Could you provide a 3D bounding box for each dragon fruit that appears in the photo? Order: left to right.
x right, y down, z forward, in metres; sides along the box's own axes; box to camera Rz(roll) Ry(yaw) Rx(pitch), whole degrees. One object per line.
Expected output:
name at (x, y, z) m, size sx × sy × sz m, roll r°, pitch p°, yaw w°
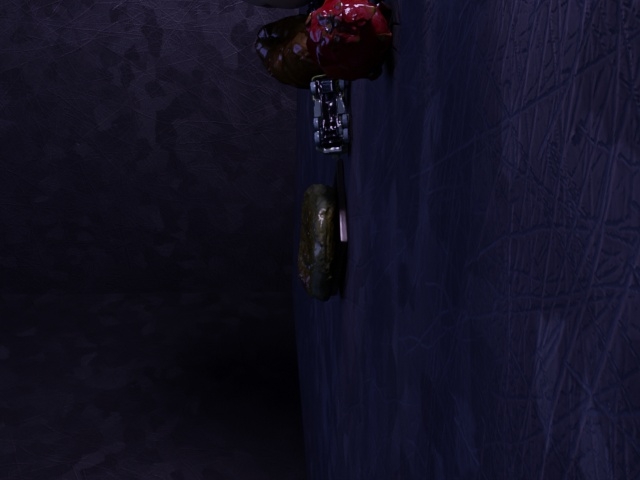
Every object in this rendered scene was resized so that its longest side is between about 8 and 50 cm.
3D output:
dragon fruit at (0.044, -0.293, 1.228) m, size 0.136 × 0.133 × 0.166 m, roll -48°, pitch 2°, yaw -6°

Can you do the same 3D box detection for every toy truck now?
toy truck at (0.025, -0.254, 1.750) m, size 0.100 × 0.077 × 0.168 m, roll 56°, pitch -152°, yaw -73°

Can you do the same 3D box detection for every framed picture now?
framed picture at (0.036, -0.024, 1.951) m, size 0.289 × 0.016 × 0.213 m, roll 98°, pitch 171°, yaw -62°

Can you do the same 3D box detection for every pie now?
pie at (0.000, 0.000, 1.891) m, size 0.277 × 0.079 × 0.276 m, roll 180°, pitch 90°, yaw -80°

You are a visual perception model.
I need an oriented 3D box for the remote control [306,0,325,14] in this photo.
remote control at (-0.003, -0.643, 2.111) m, size 0.144 × 0.062 × 0.398 m, roll 100°, pitch 168°, yaw -60°

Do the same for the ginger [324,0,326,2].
ginger at (0.043, -0.533, 1.618) m, size 0.149 × 0.065 × 0.258 m, roll -75°, pitch -16°, yaw -56°

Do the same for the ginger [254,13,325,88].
ginger at (-0.029, -0.424, 1.898) m, size 0.321 × 0.172 × 0.165 m, roll 30°, pitch 101°, yaw 62°

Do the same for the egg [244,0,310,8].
egg at (-0.104, -0.729, 1.808) m, size 0.354 × 0.355 × 0.339 m, roll -95°, pitch 26°, yaw -45°
